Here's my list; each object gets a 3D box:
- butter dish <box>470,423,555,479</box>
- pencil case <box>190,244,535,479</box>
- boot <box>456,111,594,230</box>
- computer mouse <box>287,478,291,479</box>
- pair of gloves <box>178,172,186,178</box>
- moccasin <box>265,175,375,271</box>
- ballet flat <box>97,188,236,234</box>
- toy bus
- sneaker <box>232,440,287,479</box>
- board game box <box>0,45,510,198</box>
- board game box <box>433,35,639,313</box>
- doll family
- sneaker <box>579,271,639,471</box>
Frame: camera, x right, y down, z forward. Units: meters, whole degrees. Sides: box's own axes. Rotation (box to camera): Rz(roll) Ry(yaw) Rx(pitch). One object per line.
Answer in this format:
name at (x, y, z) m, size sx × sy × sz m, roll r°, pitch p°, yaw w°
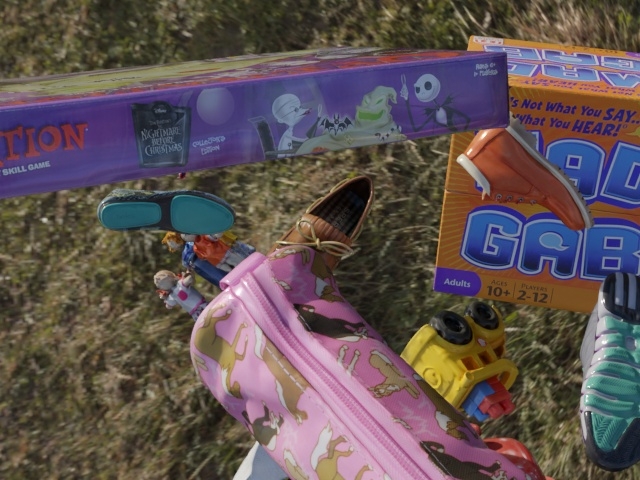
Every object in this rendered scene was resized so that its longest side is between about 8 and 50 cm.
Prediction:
butter dish at (0.147, 0.229, 0.889) m, size 0.160 × 0.160 × 0.118 m, roll -17°, pitch 96°, yaw 2°
pencil case at (0.049, 0.165, 0.728) m, size 0.386 × 0.160 × 0.167 m, roll 43°, pitch 124°, yaw 38°
boot at (0.218, -0.056, 1.012) m, size 0.084 × 0.059 × 0.158 m, roll -44°, pitch 89°, yaw 4°
computer mouse at (0.039, 0.429, 1.346) m, size 0.184 × 0.060 × 0.262 m, roll -12°, pitch 102°, yaw -16°
pair of gloves at (-0.256, -0.203, 1.803) m, size 0.198 × 0.023 × 0.159 m, roll -61°, pitch 39°, yaw 12°
moccasin at (0.002, 0.002, 1.913) m, size 0.139 × 0.380 × 0.147 m, roll 41°, pitch 141°, yaw 6°
ballet flat at (-0.212, -0.046, 1.319) m, size 0.188 × 0.070 × 0.070 m, roll 4°, pitch 92°, yaw -12°
toy bus at (0.283, 0.236, 1.739) m, size 0.211 × 0.220 × 0.149 m, roll 47°, pitch 130°, yaw 29°
sneaker at (-0.072, 0.303, 1.313) m, size 0.080 × 0.094 × 0.212 m, roll 37°, pitch 94°, yaw -10°
board game box at (-0.097, -0.072, 0.534) m, size 0.208 × 0.346 × 0.056 m, roll -147°, pitch 50°, yaw -61°
board game box at (0.399, -0.120, 1.611) m, size 0.356 × 0.356 × 0.357 m, roll 8°, pitch 114°, yaw 8°
doll family at (-0.190, 0.027, 1.599) m, size 0.163 × 0.118 × 0.263 m, roll 39°, pitch 141°, yaw 2°
sneaker at (0.305, 0.146, 0.986) m, size 0.083 × 0.098 × 0.224 m, roll 17°, pitch 56°, yaw 5°
